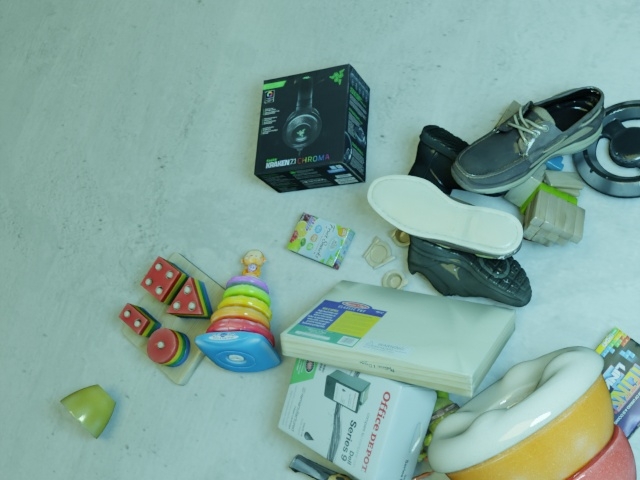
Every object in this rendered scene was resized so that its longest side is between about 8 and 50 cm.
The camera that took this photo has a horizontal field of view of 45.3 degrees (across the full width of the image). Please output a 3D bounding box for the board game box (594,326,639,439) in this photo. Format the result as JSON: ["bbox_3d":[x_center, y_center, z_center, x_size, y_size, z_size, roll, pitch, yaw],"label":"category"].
[{"bbox_3d":[0.556,0.270,1.429,0.141,0.048,0.170,40,93,34],"label":"board game box"}]

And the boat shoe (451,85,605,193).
[{"bbox_3d":[0.407,-0.214,1.501,0.355,0.130,0.132,-28,56,-18],"label":"boat shoe"}]

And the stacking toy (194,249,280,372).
[{"bbox_3d":[-0.176,0.146,1.829,0.175,0.165,0.301,-4,55,18],"label":"stacking toy"}]

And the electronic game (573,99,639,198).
[{"bbox_3d":[0.632,-0.187,1.552,0.229,0.048,0.229,-13,59,22],"label":"electronic game"}]

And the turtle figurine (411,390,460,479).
[{"bbox_3d":[0.232,0.355,1.549,0.269,0.087,0.217,-37,59,12],"label":"turtle figurine"}]

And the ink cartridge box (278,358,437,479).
[{"bbox_3d":[0.070,0.342,1.565,0.289,0.122,0.211,18,94,45],"label":"ink cartridge box"}]

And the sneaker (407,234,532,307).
[{"bbox_3d":[0.306,0.069,1.603,0.286,0.109,0.130,31,131,28],"label":"sneaker"}]

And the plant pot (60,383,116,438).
[{"bbox_3d":[-0.581,0.423,1.951,0.134,0.134,0.095,32,66,33],"label":"plant pot"}]

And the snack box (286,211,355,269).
[{"bbox_3d":[0.000,0.000,1.833,0.141,0.037,0.100,21,84,32],"label":"snack box"}]

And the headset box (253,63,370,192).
[{"bbox_3d":[-0.016,-0.280,1.888,0.246,0.131,0.283,-4,70,27],"label":"headset box"}]

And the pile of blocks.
[{"bbox_3d":[0.447,-0.124,1.614,0.112,0.149,0.362,119,150,-50],"label":"pile of blocks"}]

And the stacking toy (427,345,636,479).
[{"bbox_3d":[0.443,0.455,1.311,0.351,0.350,0.480,-35,84,13],"label":"stacking toy"}]

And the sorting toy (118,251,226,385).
[{"bbox_3d":[-0.376,0.186,1.938,0.255,0.089,0.257,33,89,33],"label":"sorting toy"}]

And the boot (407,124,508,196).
[{"bbox_3d":[0.280,-0.104,1.641,0.246,0.094,0.207,40,132,32],"label":"boot"}]

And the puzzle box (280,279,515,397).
[{"bbox_3d":[0.159,0.185,1.557,0.409,0.272,0.052,8,116,29],"label":"puzzle box"}]

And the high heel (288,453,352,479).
[{"bbox_3d":[-0.033,0.596,1.598,0.186,0.093,0.261,15,71,38],"label":"high heel"}]

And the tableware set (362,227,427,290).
[{"bbox_3d":[0.180,0.039,1.732,0.141,0.020,0.168,-40,59,10],"label":"tableware set"}]

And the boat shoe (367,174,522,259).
[{"bbox_3d":[0.250,-0.043,1.554,0.324,0.097,0.116,19,81,19],"label":"boat shoe"}]
